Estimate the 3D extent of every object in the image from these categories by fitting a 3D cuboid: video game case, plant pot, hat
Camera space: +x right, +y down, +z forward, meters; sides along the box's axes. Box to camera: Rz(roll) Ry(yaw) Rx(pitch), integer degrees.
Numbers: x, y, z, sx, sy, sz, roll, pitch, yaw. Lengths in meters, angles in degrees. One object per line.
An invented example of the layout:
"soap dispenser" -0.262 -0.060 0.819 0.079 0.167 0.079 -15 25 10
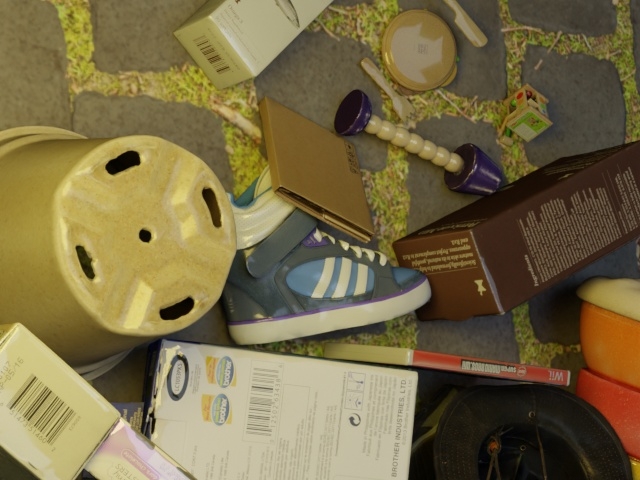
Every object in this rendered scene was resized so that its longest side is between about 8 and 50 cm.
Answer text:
"video game case" 0.176 0.173 2.018 0.285 0.204 0.025 10 84 -32
"plant pot" -0.267 0.007 1.685 0.333 0.305 0.334 4 82 -33
"hat" 0.285 0.361 2.051 0.331 0.134 0.331 14 52 -18

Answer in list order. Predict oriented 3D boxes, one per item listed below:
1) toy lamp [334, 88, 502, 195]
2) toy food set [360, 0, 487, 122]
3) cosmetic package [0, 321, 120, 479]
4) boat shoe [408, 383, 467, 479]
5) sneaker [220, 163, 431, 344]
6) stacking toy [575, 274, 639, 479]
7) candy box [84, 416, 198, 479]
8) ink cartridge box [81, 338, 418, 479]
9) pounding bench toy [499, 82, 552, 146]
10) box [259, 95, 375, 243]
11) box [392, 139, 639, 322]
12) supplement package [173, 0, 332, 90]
"toy lamp" 0.149 -0.136 2.115 0.274 0.080 0.080 25 71 -27
"toy food set" 0.147 -0.279 2.157 0.192 0.038 0.132 -44 103 -18
"cosmetic package" -0.369 0.186 1.595 0.160 0.309 0.113 47 63 -22
"boat shoe" 0.148 0.285 2.069 0.223 0.073 0.080 -41 132 -33
"sneaker" -0.001 0.000 1.965 0.322 0.130 0.236 -11 95 -28
"stacking toy" 0.503 0.314 2.212 0.350 0.350 0.480 14 95 -32
"candy box" -0.190 0.273 1.619 0.165 0.196 0.070 41 78 -5
"ink cartridge box" -0.093 0.270 1.815 0.395 0.151 0.270 8 81 -12
"pounding bench toy" 0.310 -0.192 2.243 0.052 0.083 0.065 32 37 -29
"box" -0.007 -0.099 1.967 0.164 0.021 0.201 27 33 -29
"box" 0.315 -0.015 2.143 0.381 0.191 0.143 -28 100 -34
"supplement package" -0.090 -0.304 1.956 0.105 0.105 0.179 51 61 -17
